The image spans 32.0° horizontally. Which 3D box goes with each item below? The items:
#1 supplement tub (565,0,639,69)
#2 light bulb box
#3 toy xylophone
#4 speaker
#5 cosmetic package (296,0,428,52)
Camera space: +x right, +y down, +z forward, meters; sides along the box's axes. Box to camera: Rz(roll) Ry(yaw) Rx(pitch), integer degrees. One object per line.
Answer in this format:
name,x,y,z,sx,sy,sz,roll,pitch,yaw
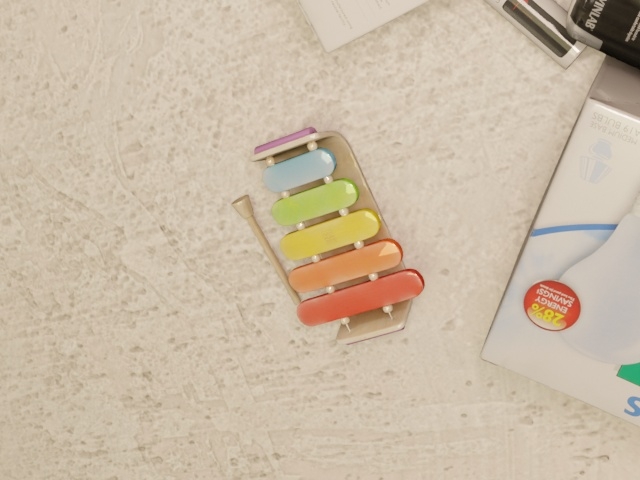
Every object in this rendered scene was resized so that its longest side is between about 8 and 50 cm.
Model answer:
supplement tub,0.444,-0.247,1.207,0.316,0.193,0.193,27,121,9
light bulb box,0.426,0.023,1.322,0.358,0.225,0.361,23,119,12
toy xylophone,0.000,0.000,1.581,0.236,0.081,0.322,-27,100,31
speaker,0.264,-0.271,1.356,0.136,0.055,0.055,42,122,2
cosmetic package,0.148,-0.375,1.276,0.365,0.197,0.155,-21,104,31
